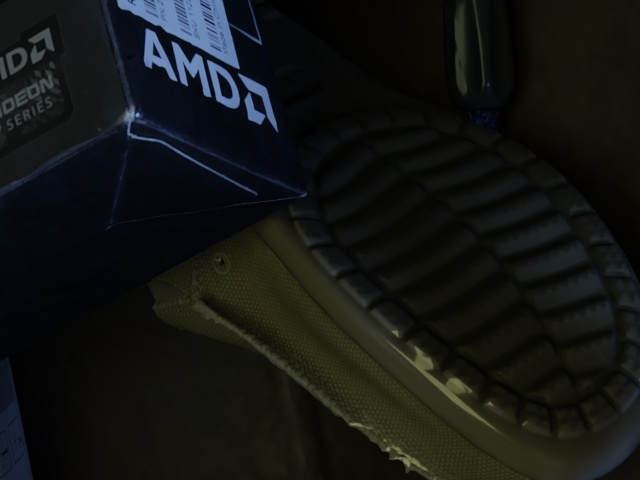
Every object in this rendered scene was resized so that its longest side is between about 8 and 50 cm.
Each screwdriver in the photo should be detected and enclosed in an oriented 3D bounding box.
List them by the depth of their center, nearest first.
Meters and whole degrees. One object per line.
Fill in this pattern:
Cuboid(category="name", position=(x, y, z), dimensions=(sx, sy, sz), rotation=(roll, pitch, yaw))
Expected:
Cuboid(category="screwdriver", position=(0.058, -0.010, 0.643), dimensions=(0.025, 0.024, 0.170), rotation=(-3, 95, 55))

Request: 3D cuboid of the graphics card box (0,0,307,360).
Cuboid(category="graphics card box", position=(-0.161, -0.133, 0.640), dimensions=(0.232, 0.094, 0.371), rotation=(-26, 65, 24))

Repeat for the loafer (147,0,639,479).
Cuboid(category="loafer", position=(0.000, 0.000, 0.628), dimensions=(0.268, 0.102, 0.092), rotation=(43, 140, 34))

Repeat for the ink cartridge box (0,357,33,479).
Cuboid(category="ink cartridge box", position=(-0.219, 0.096, 0.724), dimensions=(0.224, 0.056, 0.181), rotation=(-8, 102, 8))
